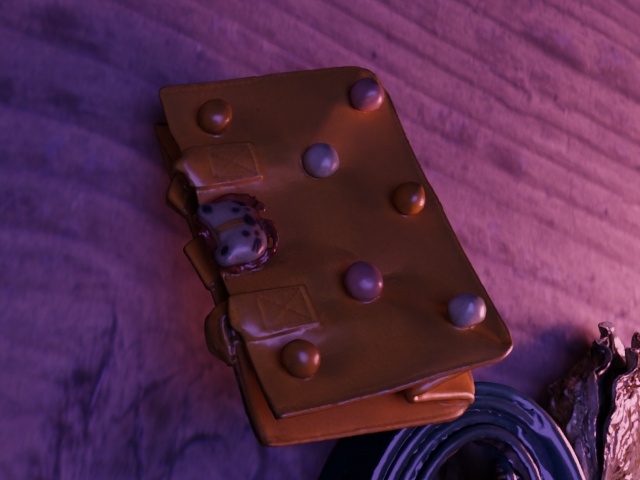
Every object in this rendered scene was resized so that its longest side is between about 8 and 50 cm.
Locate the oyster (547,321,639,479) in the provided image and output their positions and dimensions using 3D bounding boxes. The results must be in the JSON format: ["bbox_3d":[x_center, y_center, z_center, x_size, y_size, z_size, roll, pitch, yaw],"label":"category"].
[{"bbox_3d":[0.353,0.238,1.245,0.268,0.112,0.198,-51,127,-33],"label":"oyster"}]

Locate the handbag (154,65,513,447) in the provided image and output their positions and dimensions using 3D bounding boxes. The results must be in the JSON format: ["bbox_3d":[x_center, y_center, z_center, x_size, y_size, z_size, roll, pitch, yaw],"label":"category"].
[{"bbox_3d":[0.000,0.000,1.001,0.283,0.133,0.401,-8,60,-24],"label":"handbag"}]

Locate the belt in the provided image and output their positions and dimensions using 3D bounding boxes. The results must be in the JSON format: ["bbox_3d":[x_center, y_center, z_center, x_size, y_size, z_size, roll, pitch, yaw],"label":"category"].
[{"bbox_3d":[0.136,0.373,1.063,0.300,0.173,0.437,9,74,-17],"label":"belt"}]
